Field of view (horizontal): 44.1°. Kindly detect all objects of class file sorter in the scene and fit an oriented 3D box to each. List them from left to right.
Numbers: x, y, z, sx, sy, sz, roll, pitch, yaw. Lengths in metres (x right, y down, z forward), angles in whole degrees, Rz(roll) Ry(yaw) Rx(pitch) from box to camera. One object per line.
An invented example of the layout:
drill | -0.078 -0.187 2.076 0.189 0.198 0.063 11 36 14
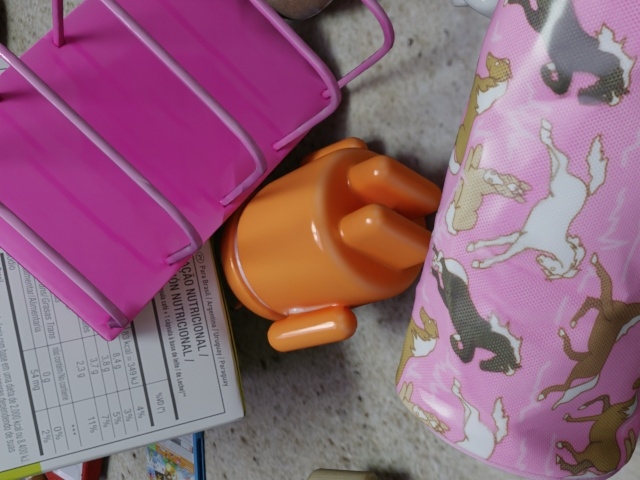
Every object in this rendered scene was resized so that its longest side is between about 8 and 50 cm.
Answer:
file sorter | -0.118 -0.100 0.567 0.202 0.290 0.182 44 163 -10

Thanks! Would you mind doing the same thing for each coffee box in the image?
coffee box | -0.293 0.034 0.770 0.338 0.335 0.338 164 94 -71

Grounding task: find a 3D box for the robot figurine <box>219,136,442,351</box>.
robot figurine | -0.001 0.002 0.663 0.219 0.128 0.158 -21 90 48

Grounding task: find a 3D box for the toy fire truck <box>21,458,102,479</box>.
toy fire truck | -0.440 0.310 1.204 0.254 0.169 0.302 23 118 22

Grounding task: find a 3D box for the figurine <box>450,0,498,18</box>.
figurine | 0.109 -0.265 0.527 0.215 0.092 0.209 53 141 25

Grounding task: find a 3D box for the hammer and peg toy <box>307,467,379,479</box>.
hammer and peg toy | -0.026 0.395 0.684 0.127 0.266 0.361 -1 100 28

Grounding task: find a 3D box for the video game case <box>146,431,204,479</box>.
video game case | -0.188 0.272 1.013 0.119 0.015 0.166 12 107 45

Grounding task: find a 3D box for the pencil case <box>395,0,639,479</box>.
pencil case | 0.163 -0.045 0.450 0.167 0.160 0.386 25 118 22

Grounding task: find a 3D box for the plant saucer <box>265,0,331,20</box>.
plant saucer | -0.045 -0.337 0.635 0.311 0.050 0.310 31 127 55
